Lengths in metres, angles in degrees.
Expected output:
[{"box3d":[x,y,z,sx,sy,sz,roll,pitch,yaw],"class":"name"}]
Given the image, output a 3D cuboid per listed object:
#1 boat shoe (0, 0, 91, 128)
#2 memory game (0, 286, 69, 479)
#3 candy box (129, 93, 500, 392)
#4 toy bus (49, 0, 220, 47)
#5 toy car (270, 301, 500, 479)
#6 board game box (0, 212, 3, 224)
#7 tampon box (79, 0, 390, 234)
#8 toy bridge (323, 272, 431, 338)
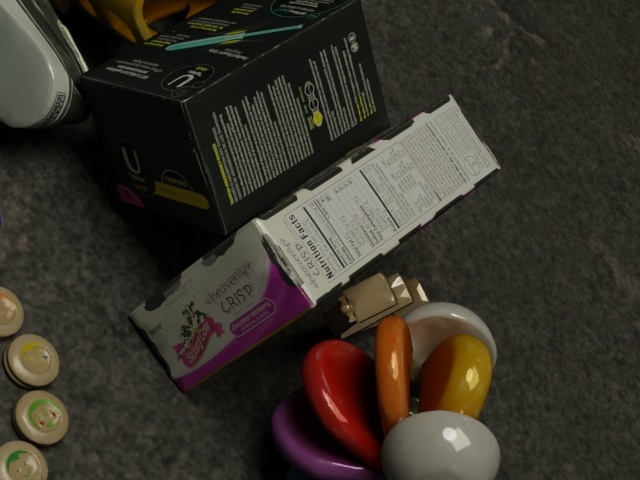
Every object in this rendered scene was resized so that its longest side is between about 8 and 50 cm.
[{"box3d":[-0.232,-0.165,1.134,0.219,0.078,0.070,57,22,11],"class":"boat shoe"},{"box3d":[-0.238,0.089,1.006,0.186,0.012,0.186,19,53,-27],"class":"memory game"},{"box3d":[0.000,0.000,1.144,0.233,0.159,0.071,-34,89,-44],"class":"candy box"},{"box3d":[-0.155,-0.209,1.188,0.104,0.202,0.191,-46,103,-14],"class":"toy bus"},{"box3d":[0.037,0.127,1.093,0.136,0.182,0.159,17,35,-9],"class":"toy car"},{"box3d":[-0.313,-0.100,1.030,0.165,0.042,0.243,-10,70,-33],"class":"board game box"},{"box3d":[-0.056,-0.093,1.120,0.161,0.120,0.101,-34,123,-31],"class":"tampon box"},{"box3d":[0.034,0.048,1.170,0.026,0.063,0.188,64,10,7],"class":"toy bridge"}]
